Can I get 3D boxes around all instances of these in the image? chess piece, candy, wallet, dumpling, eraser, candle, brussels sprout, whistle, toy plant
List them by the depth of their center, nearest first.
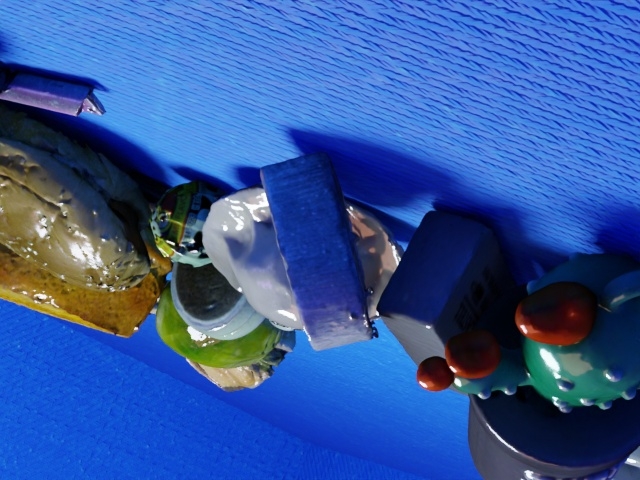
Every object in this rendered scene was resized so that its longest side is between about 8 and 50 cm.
[{"bbox_3d":[0.235,0.112,1.365,0.279,0.185,0.400,15,153,6],"label":"toy plant"},{"bbox_3d":[0.000,0.000,1.378,0.068,0.169,0.192,-16,-155,3],"label":"candle"},{"bbox_3d":[0.133,0.067,1.478,0.077,0.111,0.352,24,170,20],"label":"eraser"},{"bbox_3d":[-0.280,-0.147,1.503,0.176,0.033,0.033,14,166,35],"label":"whistle"},{"bbox_3d":[-0.025,0.010,1.548,0.247,0.142,0.173,3,128,31],"label":"dumpling"},{"bbox_3d":[-0.043,0.015,1.699,0.305,0.091,0.083,19,168,-17],"label":"candy"},{"bbox_3d":[-0.212,-0.054,1.833,0.082,0.018,0.156,26,169,-13],"label":"wallet"},{"bbox_3d":[-0.046,0.067,1.872,0.139,0.139,0.271,13,177,39],"label":"chess piece"},{"bbox_3d":[-0.127,0.098,2.041,0.180,0.162,0.144,-7,-143,-33],"label":"brussels sprout"}]

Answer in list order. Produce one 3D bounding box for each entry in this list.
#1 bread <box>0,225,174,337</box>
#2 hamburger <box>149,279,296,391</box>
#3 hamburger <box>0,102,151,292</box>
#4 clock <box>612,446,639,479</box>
[{"bbox_3d":[-0.354,0.017,2.035,0.312,0.172,0.312,19,169,4],"label":"bread"},{"bbox_3d":[-0.148,0.115,2.286,0.207,0.135,0.155,42,147,-18],"label":"hamburger"},{"bbox_3d":[-0.318,-0.046,1.738,0.284,0.134,0.265,26,171,7],"label":"hamburger"},{"bbox_3d":[0.419,0.243,1.766,0.265,0.109,0.324,23,168,6],"label":"clock"}]
